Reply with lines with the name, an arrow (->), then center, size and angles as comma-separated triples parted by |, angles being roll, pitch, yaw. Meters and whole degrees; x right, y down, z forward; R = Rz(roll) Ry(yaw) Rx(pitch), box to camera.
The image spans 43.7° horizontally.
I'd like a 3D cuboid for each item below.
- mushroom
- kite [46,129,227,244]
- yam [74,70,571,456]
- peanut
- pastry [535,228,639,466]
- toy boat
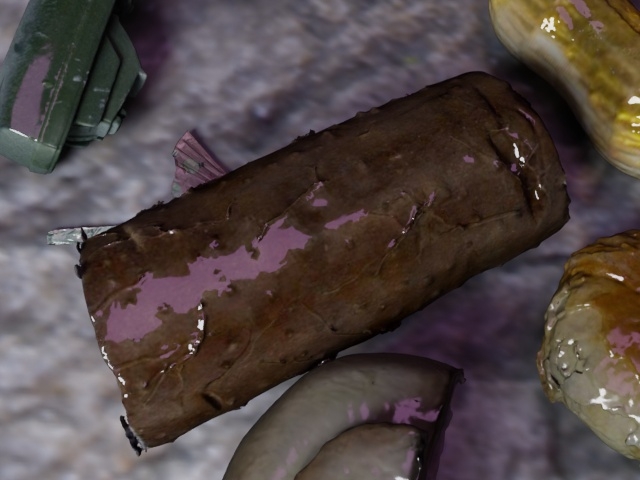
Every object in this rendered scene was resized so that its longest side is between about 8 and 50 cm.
mushroom -> 0.002, 0.145, 0.394 | 0.117, 0.141, 0.188 | 4, 64, 23
kite -> -0.099, -0.010, 0.516 | 0.152, 0.005, 0.137 | 5, 69, 0
yam -> 0.001, 0.000, 0.454 | 0.279, 0.131, 0.131 | -26, 72, -13
peanut -> 0.191, -0.115, 0.528 | 0.087, 0.087, 0.207 | -33, 71, -14
pastry -> 0.202, 0.062, 0.459 | 0.153, 0.081, 0.153 | -1, 68, 2
toy boat -> -0.146, -0.166, 0.542 | 0.085, 0.078, 0.261 | 21, 68, -20
